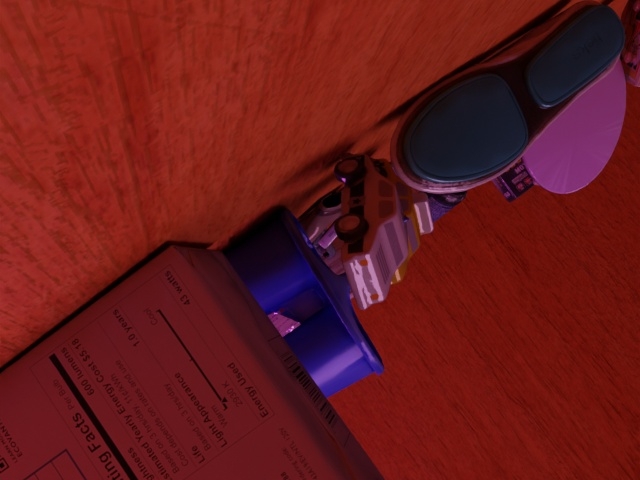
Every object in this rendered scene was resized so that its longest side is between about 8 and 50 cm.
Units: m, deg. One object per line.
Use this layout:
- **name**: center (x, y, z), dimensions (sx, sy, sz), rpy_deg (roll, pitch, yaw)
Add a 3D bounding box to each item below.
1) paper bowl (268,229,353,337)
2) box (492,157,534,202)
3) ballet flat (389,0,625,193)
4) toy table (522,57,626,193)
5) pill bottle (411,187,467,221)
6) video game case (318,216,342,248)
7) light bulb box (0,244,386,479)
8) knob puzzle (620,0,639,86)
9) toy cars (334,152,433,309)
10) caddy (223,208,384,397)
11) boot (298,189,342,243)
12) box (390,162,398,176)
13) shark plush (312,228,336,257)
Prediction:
- **paper bowl**: center (-0.027, 0.086, 1.793), dimensions (0.284, 0.148, 0.284), rpy_deg (-37, 177, -2)
- **box**: center (0.400, -0.213, 1.780), dimensions (0.231, 0.183, 0.056), rpy_deg (-36, 177, -8)
- **ballet flat**: center (0.223, -0.175, 1.185), dimensions (0.400, 0.139, 0.139), rpy_deg (-36, 176, -23)
- **toy table**: center (0.428, -0.224, 1.648), dimensions (0.161, 0.252, 0.274), rpy_deg (-97, -153, -83)
- **pill bottle**: center (0.243, -0.111, 2.046), dimensions (0.219, 0.123, 0.123), rpy_deg (-39, 176, 41)
- **video game case**: center (0.054, -0.053, 1.507), dimensions (0.143, 0.019, 0.157), rpy_deg (-48, -179, 8)
- **light bulb box**: center (-0.165, 0.250, 0.941), dimensions (0.361, 0.358, 0.225), rpy_deg (-36, 174, 3)
- **knob puzzle**: center (0.532, -0.372, 1.578), dimensions (0.213, 0.030, 0.213), rpy_deg (-169, -90, -87)
- **toy cars**: center (0.087, -0.026, 1.153), dimensions (0.087, 0.177, 0.393), rpy_deg (-11, -178, 11)
- **caddy**: center (-0.013, 0.085, 1.229), dimensions (0.179, 0.241, 0.341), rpy_deg (-32, 177, 1)
- **boot**: center (-0.004, -0.035, 1.395), dimensions (0.118, 0.042, 0.087), rpy_deg (-36, 170, -26)
- **box**: center (0.101, -0.098, 1.628), dimensions (0.137, 0.027, 0.094), rpy_deg (-38, 178, 14)
- **shark plush**: center (0.000, 0.000, 1.593), dimensions (0.073, 0.067, 0.161), rpy_deg (-36, 176, -6)
